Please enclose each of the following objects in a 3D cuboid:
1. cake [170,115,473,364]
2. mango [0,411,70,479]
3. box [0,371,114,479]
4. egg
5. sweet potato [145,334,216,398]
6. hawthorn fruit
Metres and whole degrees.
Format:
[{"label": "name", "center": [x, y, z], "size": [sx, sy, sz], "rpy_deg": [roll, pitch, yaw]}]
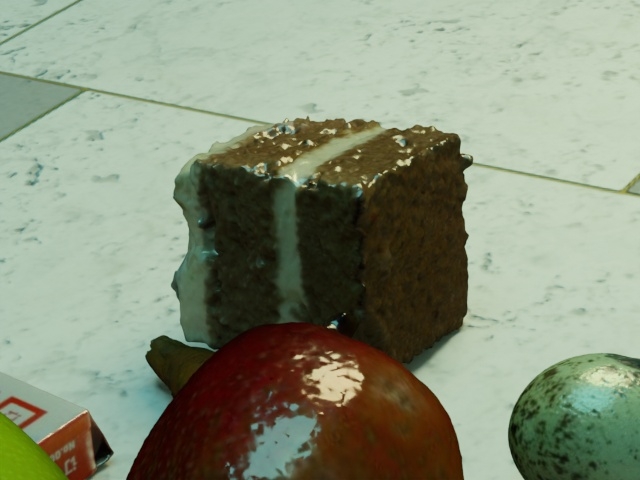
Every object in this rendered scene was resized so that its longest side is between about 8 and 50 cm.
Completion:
[{"label": "cake", "center": [0.000, 0.000, 1.127], "size": [0.147, 0.135, 0.134], "rpy_deg": [10, 23, 35]}, {"label": "mango", "center": [-0.185, 0.160, 0.854], "size": [0.175, 0.143, 0.293], "rpy_deg": [-10, 37, -26]}, {"label": "box", "center": [-0.237, 0.143, 1.018], "size": [0.123, 0.050, 0.229], "rpy_deg": [18, 37, 36]}, {"label": "egg", "center": [0.153, 0.100, 0.962], "size": [0.110, 0.085, 0.085], "rpy_deg": [-6, 28, -1]}, {"label": "sweet potato", "center": [-0.027, 0.102, 1.034], "size": [0.057, 0.057, 0.265], "rpy_deg": [-25, 34, -28]}, {"label": "hawthorn fruit", "center": [-0.007, 0.115, 0.877], "size": [0.169, 0.169, 0.188], "rpy_deg": [9, 59, 29]}]
